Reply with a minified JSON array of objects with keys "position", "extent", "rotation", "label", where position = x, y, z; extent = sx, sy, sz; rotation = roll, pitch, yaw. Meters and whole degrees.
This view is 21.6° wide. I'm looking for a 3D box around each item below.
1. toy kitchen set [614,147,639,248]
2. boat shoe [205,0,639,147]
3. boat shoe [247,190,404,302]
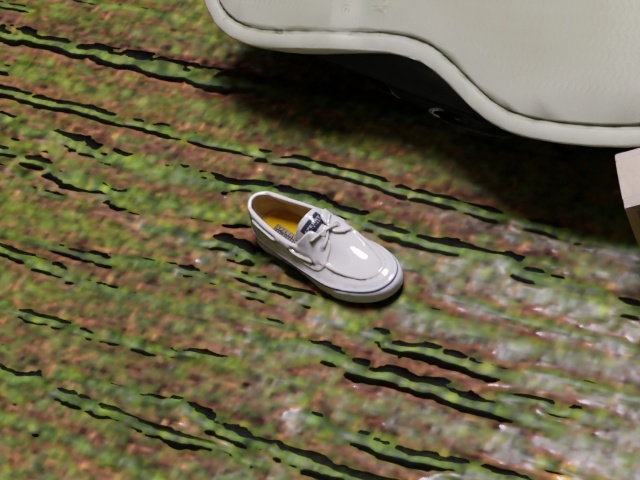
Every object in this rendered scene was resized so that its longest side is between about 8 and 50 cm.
[{"position":[0.190,-0.003,0.781],"extent":[0.083,0.075,0.068],"rotation":[-15,50,15],"label":"toy kitchen set"},{"position":[0.095,-0.118,0.891],"extent":[0.340,0.113,0.127],"rotation":[11,93,37],"label":"boat shoe"},{"position":[0.000,0.000,0.879],"extent":[0.100,0.035,0.035],"rotation":[29,67,37],"label":"boat shoe"}]
